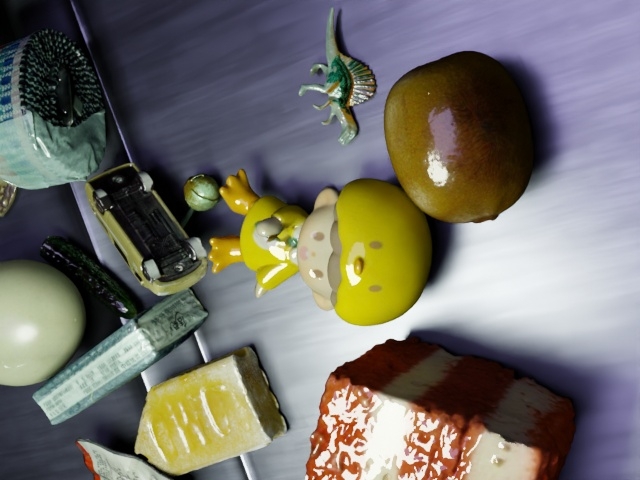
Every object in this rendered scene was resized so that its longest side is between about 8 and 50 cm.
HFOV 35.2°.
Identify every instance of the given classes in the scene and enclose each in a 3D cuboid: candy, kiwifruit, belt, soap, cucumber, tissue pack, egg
[{"bbox_3d":[-0.229,-0.028,1.673,0.061,0.061,0.202,44,121,13],"label":"candy"},{"bbox_3d":[0.191,-0.135,1.374,0.196,0.196,0.233,-21,93,26],"label":"kiwifruit"},{"bbox_3d":[-0.461,-0.209,1.660,0.150,0.207,0.257,-15,75,27],"label":"belt"},{"bbox_3d":[-0.200,0.294,1.684,0.258,0.080,0.160,-25,88,26],"label":"soap"},{"bbox_3d":[-0.395,0.068,1.754,0.215,0.058,0.052,36,99,16],"label":"cucumber"},{"bbox_3d":[-0.327,0.190,1.668,0.257,0.185,0.081,-35,92,25],"label":"tissue pack"},{"bbox_3d":[-0.519,0.140,1.728,0.269,0.219,0.219,-25,87,50],"label":"egg"}]

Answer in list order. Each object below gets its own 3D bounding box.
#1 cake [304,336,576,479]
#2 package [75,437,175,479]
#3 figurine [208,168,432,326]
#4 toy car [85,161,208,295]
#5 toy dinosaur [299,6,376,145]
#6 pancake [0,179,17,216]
[{"bbox_3d":[0.169,0.318,1.408,0.320,0.270,0.269,17,105,22],"label":"cake"},{"bbox_3d":[-0.315,0.423,1.750,0.232,0.040,0.166,19,137,25],"label":"package"},{"bbox_3d":[0.000,0.000,1.495,0.344,0.187,0.215,15,113,29],"label":"figurine"},{"bbox_3d":[-0.278,-0.004,1.622,0.256,0.101,0.124,51,154,27],"label":"toy car"},{"bbox_3d":[0.034,-0.244,1.518,0.106,0.044,0.187,21,94,7],"label":"toy dinosaur"},{"bbox_3d":[-0.624,-0.130,1.853,0.184,0.020,0.190,-15,90,26],"label":"pancake"}]
